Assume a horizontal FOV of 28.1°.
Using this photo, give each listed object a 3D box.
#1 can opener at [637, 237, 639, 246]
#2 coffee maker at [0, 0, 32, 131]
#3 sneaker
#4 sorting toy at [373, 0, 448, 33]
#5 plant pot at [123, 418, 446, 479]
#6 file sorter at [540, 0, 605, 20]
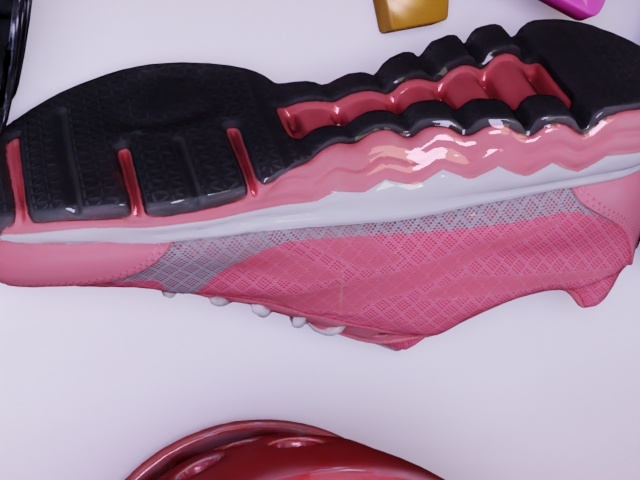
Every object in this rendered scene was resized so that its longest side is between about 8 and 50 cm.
[{"bbox_3d":[0.173,-0.080,0.619,0.073,0.059,0.186,14,90,1],"label":"can opener"},{"bbox_3d":[-0.201,-0.090,0.477,0.178,0.120,0.171,3,80,-17],"label":"coffee maker"},{"bbox_3d":[0.000,0.000,0.549,0.314,0.116,0.136,-7,124,-5],"label":"sneaker"},{"bbox_3d":[0.072,-0.263,0.595,0.229,0.041,0.307,-13,95,-15],"label":"sorting toy"},{"bbox_3d":[-0.017,0.168,0.515,0.191,0.174,0.191,-1,92,-16],"label":"plant pot"},{"bbox_3d":[0.051,-0.247,0.482,0.291,0.182,0.202,25,88,-11],"label":"file sorter"}]
